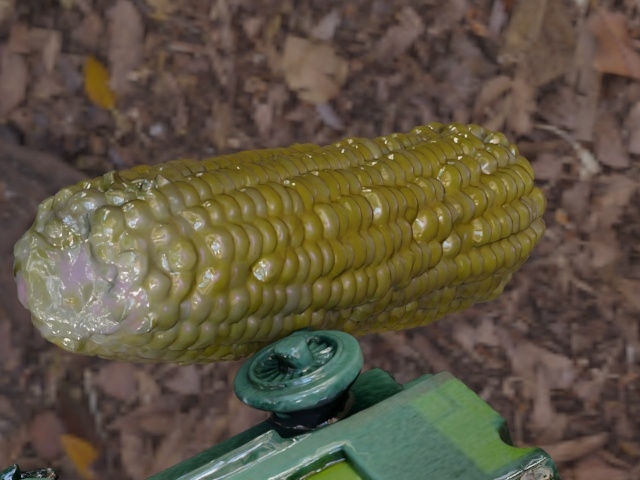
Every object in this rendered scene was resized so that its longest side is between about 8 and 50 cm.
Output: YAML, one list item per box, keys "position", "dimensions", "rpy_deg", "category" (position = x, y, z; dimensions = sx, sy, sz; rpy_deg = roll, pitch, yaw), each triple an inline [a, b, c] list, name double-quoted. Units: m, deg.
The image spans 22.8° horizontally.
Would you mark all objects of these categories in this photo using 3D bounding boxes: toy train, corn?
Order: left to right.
- position: [-0.029, 0.105, 0.499]
  dimensions: [0.132, 0.200, 0.083]
  rpy_deg: [37, 151, 60]
  category: "toy train"
- position: [0.000, 0.000, 0.620]
  dimensions: [0.086, 0.288, 0.086]
  rpy_deg: [5, 98, 35]
  category: "corn"
